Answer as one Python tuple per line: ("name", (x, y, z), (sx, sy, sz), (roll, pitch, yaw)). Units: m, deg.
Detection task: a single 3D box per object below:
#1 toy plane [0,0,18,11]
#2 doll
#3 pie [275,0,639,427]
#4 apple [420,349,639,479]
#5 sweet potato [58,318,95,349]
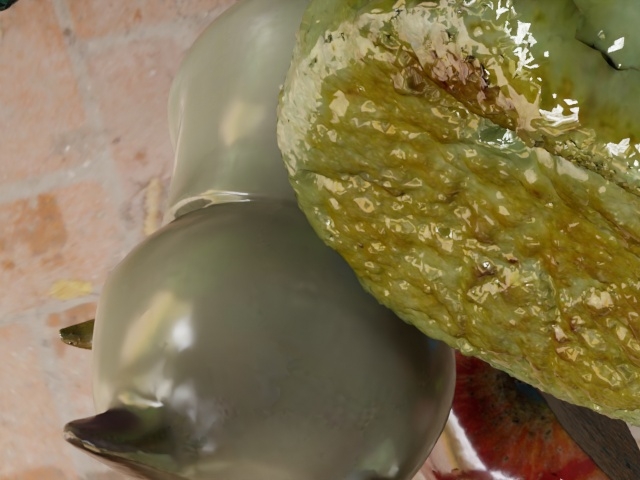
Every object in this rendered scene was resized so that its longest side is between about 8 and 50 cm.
("toy plane", (-0.351, -0.273, 1.162), (0.235, 0.060, 0.096), (27, 95, -45))
("doll", (-0.008, -0.001, 0.744), (0.215, 0.226, 0.370), (25, 62, -12))
("pie", (0.103, -0.009, 0.491), (0.277, 0.277, 0.078), (38, 70, -10))
("apple", (0.229, 0.173, 1.480), (0.295, 0.365, 0.328), (-2, 99, 12))
("sweet potato", (-0.157, 0.087, 1.424), (0.274, 0.067, 0.067), (-10, 89, -4))
